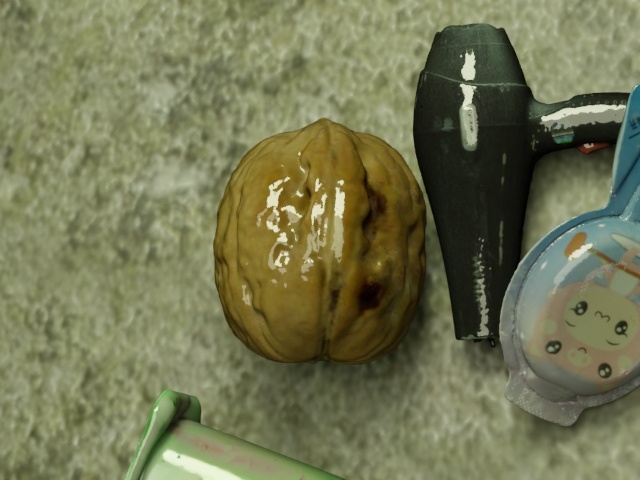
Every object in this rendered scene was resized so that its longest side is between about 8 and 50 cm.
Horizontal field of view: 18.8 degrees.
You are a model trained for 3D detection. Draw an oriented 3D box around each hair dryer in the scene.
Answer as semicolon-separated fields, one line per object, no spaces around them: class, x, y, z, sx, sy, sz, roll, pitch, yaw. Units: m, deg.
hair dryer;0.203;-0.046;1.384;0.271;0.091;0.236;-4;87;13

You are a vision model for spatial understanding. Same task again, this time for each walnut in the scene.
walnut;0.000;0.000;1.394;0.155;0.155;0.184;1;80;17

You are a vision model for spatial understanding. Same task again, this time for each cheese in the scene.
cheese;0.209;0.018;1.348;0.135;0.052;0.245;25;101;-19

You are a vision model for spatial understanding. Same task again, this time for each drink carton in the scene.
drink carton;-0.063;0.200;1.389;0.142;0.144;0.146;19;85;10
